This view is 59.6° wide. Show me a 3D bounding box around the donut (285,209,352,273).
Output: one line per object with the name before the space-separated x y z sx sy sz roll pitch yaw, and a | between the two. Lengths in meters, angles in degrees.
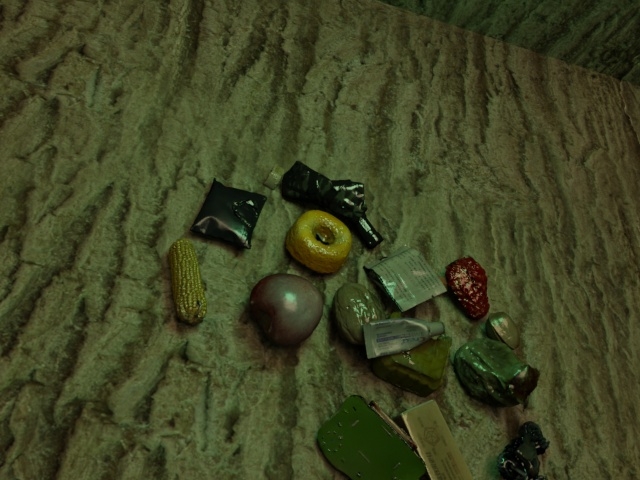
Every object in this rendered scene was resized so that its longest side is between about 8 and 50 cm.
donut | -0.002 0.001 1.985 0.254 0.118 0.253 17 40 -15

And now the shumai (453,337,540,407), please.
shumai | 0.601 0.423 1.885 0.261 0.222 0.225 44 57 15

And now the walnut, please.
walnut | 0.123 0.239 1.848 0.178 0.178 0.230 -9 58 -26

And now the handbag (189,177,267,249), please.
handbag | -0.309 -0.095 1.934 0.211 0.088 0.254 20 51 -6

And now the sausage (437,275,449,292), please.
sausage | 0.407 0.160 2.068 0.169 0.065 0.065 8 57 -17

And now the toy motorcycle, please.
toy motorcycle | 0.668 0.706 1.803 0.270 0.106 0.159 -23 73 -43

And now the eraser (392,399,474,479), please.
eraser | 0.360 0.676 1.715 0.144 0.078 0.343 -13 66 -27

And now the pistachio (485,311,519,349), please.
pistachio | 0.663 0.331 2.031 0.113 0.113 0.149 -17 68 -29

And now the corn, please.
corn | -0.421 0.122 1.746 0.106 0.106 0.293 -6 61 -25

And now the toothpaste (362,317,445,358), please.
toothpaste | 0.267 0.295 1.773 0.283 0.068 0.099 -5 55 -22

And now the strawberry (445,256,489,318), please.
strawberry | 0.573 0.167 2.072 0.190 0.111 0.236 -6 67 -48

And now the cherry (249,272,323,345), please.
cherry | -0.093 0.202 1.756 0.239 0.206 0.239 4 52 -5

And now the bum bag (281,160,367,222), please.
bum bag | 0.016 -0.181 2.041 0.341 0.144 0.095 21 11 14

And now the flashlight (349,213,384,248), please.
flashlight | 0.147 -0.074 2.098 0.093 0.093 0.232 -32 77 -34

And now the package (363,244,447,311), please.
package | 0.298 0.125 1.992 0.204 0.062 0.251 -24 49 -19

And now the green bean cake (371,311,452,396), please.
green bean cake | 0.307 0.369 1.859 0.236 0.124 0.233 25 54 -5

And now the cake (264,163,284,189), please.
cake | -0.163 -0.254 2.111 0.052 0.065 0.121 28 47 -6

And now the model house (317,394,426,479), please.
model house | 0.157 0.614 1.661 0.294 0.154 0.207 43 97 18
